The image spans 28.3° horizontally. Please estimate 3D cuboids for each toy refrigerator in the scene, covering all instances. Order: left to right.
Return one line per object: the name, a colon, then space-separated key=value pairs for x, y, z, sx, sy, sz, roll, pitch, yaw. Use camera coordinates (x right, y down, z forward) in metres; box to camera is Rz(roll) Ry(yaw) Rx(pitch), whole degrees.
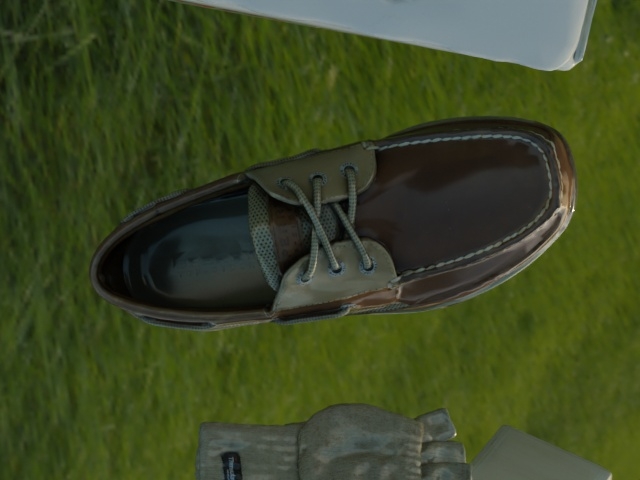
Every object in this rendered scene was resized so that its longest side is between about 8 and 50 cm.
toy refrigerator: x=0.171 y=0.299 z=1.086 sx=0.094 sy=0.102 sz=0.269 roll=-40 pitch=141 yaw=-41

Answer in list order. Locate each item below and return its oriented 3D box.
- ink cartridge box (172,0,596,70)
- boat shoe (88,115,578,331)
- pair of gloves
ink cartridge box: x=-0.020 y=-0.125 z=0.449 sx=0.154 sy=0.212 sz=0.093 roll=5 pitch=104 yaw=-29
boat shoe: x=0.000 y=0.000 z=0.797 sx=0.324 sy=0.123 sz=0.116 roll=-17 pitch=176 yaw=23
pair of gloves: x=0.023 y=0.230 z=0.861 sx=0.204 sy=0.240 sz=0.042 roll=-6 pitch=156 yaw=-13
